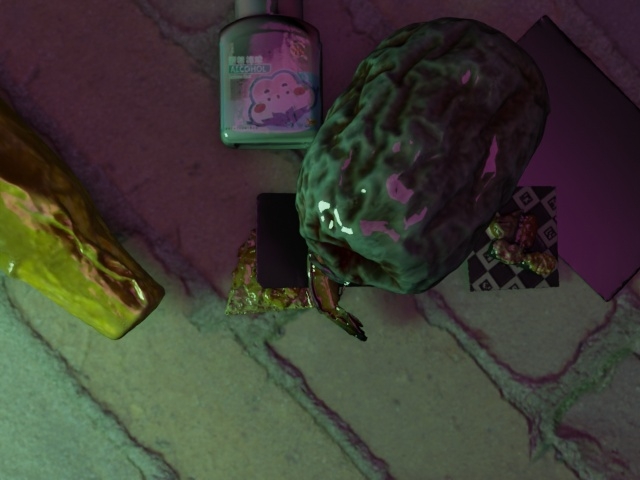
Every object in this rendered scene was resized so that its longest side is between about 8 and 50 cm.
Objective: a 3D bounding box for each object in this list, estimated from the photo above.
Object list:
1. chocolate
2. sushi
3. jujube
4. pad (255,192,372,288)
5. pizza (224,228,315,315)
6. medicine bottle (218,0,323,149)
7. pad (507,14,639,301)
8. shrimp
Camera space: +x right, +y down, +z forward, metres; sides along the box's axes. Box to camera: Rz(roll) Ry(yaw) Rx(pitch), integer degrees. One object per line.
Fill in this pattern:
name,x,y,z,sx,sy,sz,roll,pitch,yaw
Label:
chocolate,-0.352,-0.069,1.112,0.445,0.162,0.162,43,87,-3
sushi,0.231,-0.005,1.191,0.120,0.026,0.126,-2,89,-13
jujube,0.106,-0.095,1.091,0.226,0.226,0.317,35,76,-2
pad,0.000,0.000,1.188,0.157,0.003,0.112,0,89,-17
pizza,-0.067,0.057,1.190,0.108,0.026,0.123,-42,92,-1
medicine bottle,-0.057,-0.202,1.160,0.119,0.094,0.188,-1,89,-2
pad,0.309,-0.099,1.224,0.300,0.005,0.202,44,87,-1
shrimp,0.079,0.047,1.186,0.195,0.035,0.148,6,84,-8
